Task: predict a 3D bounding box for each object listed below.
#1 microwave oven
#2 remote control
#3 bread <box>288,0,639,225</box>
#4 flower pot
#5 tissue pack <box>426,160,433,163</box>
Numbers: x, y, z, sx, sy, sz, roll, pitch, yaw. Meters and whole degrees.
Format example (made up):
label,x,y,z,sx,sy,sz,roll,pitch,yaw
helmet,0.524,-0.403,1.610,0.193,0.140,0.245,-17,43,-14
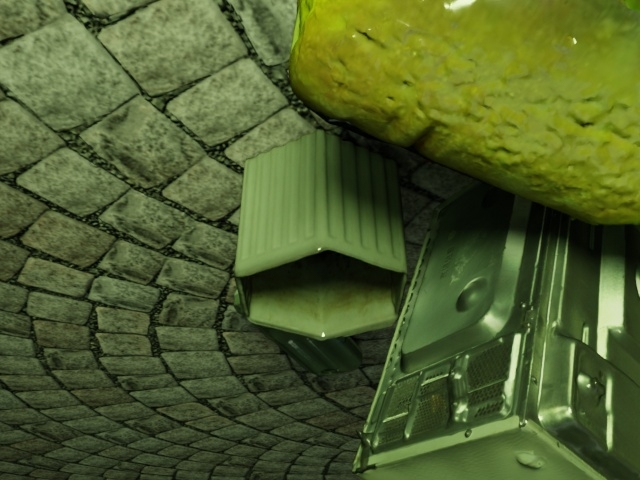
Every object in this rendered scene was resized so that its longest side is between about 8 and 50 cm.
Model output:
label,x,y,z,sx,sy,sz,roll,pitch,yaw
microwave oven,0.267,0.125,0.671,0.333,0.394,0.247,39,137,-16
remote control,-0.033,0.177,1.188,0.127,0.066,0.335,-13,143,22
bread,0.152,-0.161,0.509,0.376,0.208,0.251,24,114,0
flower pot,0.000,0.000,0.832,0.209,0.190,0.239,-1,147,1
tissue pack,0.172,-0.160,0.680,0.148,0.099,0.106,-13,142,18
